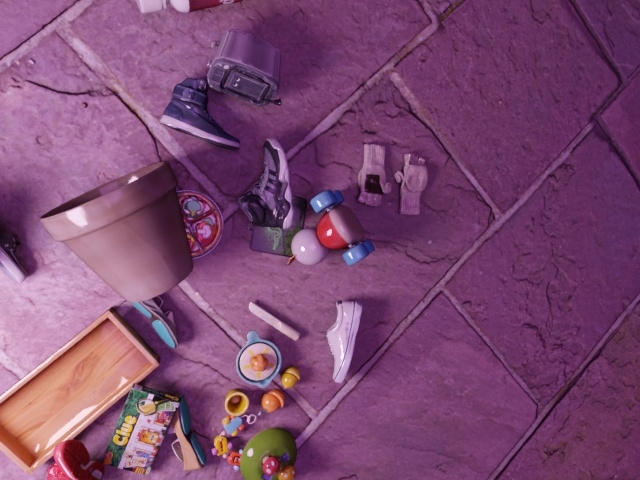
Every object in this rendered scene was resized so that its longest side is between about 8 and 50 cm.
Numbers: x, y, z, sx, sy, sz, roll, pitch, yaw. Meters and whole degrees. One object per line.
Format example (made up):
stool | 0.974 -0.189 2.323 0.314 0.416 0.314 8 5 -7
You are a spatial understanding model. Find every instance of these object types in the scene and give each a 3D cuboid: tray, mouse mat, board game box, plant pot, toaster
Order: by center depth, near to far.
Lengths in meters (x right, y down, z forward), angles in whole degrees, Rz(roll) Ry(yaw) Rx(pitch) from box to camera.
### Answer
plant pot | -0.471 -0.009 1.173 0.323 0.323 0.280 -27 111 -14
tray | -0.661 0.391 1.240 0.411 0.076 0.202 -41 102 -12
board game box | -0.492 0.521 1.276 0.136 0.030 0.259 23 103 -10
toaster | -0.198 -0.480 1.299 0.227 0.129 0.146 15 64 -23
mouse mat | -0.127 -0.050 1.419 0.153 0.007 0.189 11 88 -17

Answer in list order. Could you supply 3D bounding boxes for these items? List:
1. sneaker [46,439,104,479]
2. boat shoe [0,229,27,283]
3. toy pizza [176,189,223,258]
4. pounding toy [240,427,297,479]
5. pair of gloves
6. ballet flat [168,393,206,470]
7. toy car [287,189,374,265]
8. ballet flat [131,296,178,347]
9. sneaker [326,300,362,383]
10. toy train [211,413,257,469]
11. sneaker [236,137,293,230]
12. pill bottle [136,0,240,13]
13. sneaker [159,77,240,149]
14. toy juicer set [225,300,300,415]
sneaker | -0.662 0.588 1.196 0.128 0.087 0.221 -7 130 1
boat shoe | -0.813 0.001 1.183 0.076 0.080 0.228 -43 102 -38
toy pizza | -0.378 -0.045 1.328 0.202 0.032 0.201 -1 92 -17
pounding toy | -0.137 0.688 1.371 0.183 0.110 0.236 7 92 -30
pair of gloves | 0.238 -0.195 1.505 0.240 0.042 0.204 11 89 -18
ballet flat | -0.397 0.555 1.326 0.073 0.080 0.232 -18 96 -1
toy car | 0.000 0.000 1.394 0.238 0.210 0.219 -32 88 16
ballet flat | -0.452 0.204 1.301 0.213 0.072 0.068 53 48 -15
sneaker | 0.061 0.312 1.457 0.091 0.094 0.257 12 84 1
toy train | -0.257 0.589 1.386 0.125 0.046 0.166 19 83 -28
sneaker | -0.169 -0.158 1.344 0.153 0.101 0.268 -10 97 -18
pill bottle | -0.306 -0.736 1.224 0.393 0.224 0.223 -20 98 -15
sneaker | -0.312 -0.360 1.308 0.226 0.086 0.163 21 89 -15
toy juicer set | -0.148 0.365 1.385 0.209 0.089 0.328 15 87 -17
